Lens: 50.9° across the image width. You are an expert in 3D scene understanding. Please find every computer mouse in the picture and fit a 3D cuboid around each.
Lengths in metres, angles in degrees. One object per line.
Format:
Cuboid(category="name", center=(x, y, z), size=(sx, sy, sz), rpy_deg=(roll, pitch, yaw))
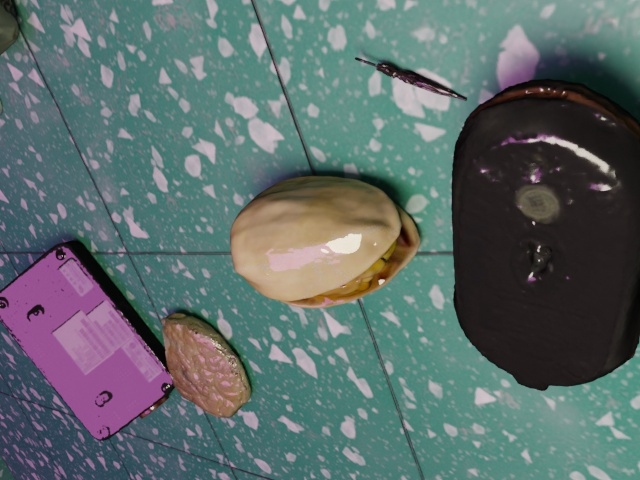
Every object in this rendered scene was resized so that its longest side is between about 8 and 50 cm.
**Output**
Cuboid(category="computer mouse", center=(0.209, 0.000, 0.612), size=(0.182, 0.116, 0.323), rpy_deg=(18, 136, 30))

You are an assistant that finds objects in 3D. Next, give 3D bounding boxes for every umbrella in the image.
Cuboid(category="umbrella", center=(0.091, -0.163, 0.676), size=(0.122, 0.022, 0.013), rpy_deg=(25, 107, 13))

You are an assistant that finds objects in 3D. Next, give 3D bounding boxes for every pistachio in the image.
Cuboid(category="pistachio", center=(0.000, 0.000, 0.786), size=(0.229, 0.157, 0.157), rpy_deg=(-4, 116, 29))

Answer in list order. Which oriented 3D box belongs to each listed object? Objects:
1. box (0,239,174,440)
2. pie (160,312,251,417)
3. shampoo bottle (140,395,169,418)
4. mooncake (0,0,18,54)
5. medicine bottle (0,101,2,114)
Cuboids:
Cuboid(category="box", center=(-0.444, 0.191, 1.282), size=(0.211, 0.058, 0.350), rpy_deg=(-38, 92, 8))
Cuboid(category="pie", center=(-0.200, 0.228, 1.184), size=(0.185, 0.052, 0.218), rpy_deg=(21, 129, 32))
Cuboid(category="shampoo bottle", center=(-0.430, 0.216, 1.357), size=(0.118, 0.076, 0.314), rpy_deg=(-36, 92, 33))
Cuboid(category="mooncake", center=(-0.592, -0.382, 1.031), size=(0.250, 0.136, 0.255), rpy_deg=(-4, 111, 41))
Cuboid(category="medicine bottle", center=(-0.663, -0.209, 1.154), size=(0.073, 0.218, 0.074), rpy_deg=(22, 131, 27))
